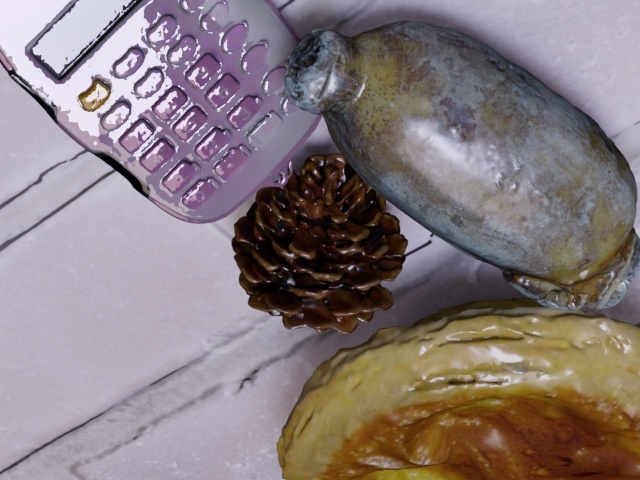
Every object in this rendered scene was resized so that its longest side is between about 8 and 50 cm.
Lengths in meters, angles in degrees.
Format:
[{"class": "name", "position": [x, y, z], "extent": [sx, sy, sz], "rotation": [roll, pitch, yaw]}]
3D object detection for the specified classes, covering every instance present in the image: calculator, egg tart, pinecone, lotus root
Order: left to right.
[{"class": "calculator", "position": [-0.130, -0.147, 1.061], "extent": [0.194, 0.043, 0.294], "rotation": [-45, 110, 1]}, {"class": "pinecone", "position": [0.000, 0.000, 1.164], "extent": [0.174, 0.173, 0.173], "rotation": [2, 132, 3]}, {"class": "lotus root", "position": [0.126, -0.078, 1.080], "extent": [0.349, 0.175, 0.175], "rotation": [34, 126, -18]}, {"class": "egg tart", "position": [0.182, 0.183, 1.291], "extent": [0.443, 0.178, 0.443], "rotation": [3, 136, 3]}]
